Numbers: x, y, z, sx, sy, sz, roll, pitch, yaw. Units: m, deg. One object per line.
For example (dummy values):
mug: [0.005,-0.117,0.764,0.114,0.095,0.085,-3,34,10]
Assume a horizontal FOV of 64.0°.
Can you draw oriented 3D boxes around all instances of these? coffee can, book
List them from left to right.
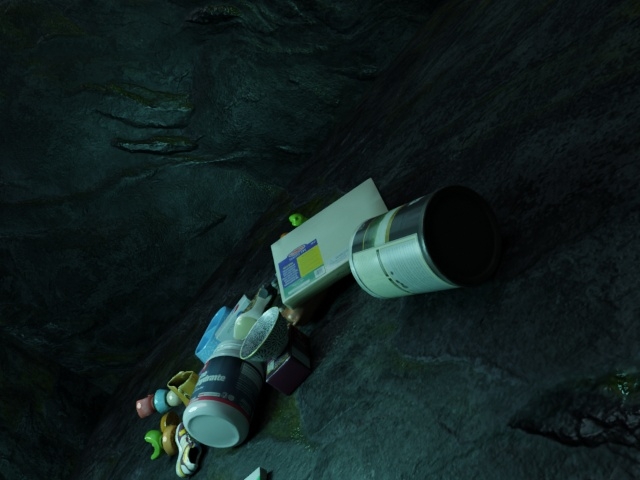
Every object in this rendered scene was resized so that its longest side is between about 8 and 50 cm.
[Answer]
book: [-0.179,0.617,1.203,0.144,0.035,0.096,-46,21,15]
coffee can: [0.213,0.015,1.103,0.275,0.201,0.202,-22,33,60]

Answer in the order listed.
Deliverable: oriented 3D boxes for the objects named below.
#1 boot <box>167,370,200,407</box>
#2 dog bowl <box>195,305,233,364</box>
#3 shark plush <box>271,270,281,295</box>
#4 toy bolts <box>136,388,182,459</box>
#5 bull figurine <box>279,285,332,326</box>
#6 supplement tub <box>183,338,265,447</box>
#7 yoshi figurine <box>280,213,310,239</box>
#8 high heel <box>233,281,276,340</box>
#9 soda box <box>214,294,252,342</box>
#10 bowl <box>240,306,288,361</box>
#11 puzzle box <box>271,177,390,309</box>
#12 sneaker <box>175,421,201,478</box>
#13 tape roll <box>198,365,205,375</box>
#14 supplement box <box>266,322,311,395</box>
boot: [-0.425,0.534,1.714,0.295,0.211,0.104,-40,19,37]
dog bowl: [-0.470,0.423,2.325,0.166,0.074,0.297,-37,21,41]
shark plush: [-0.156,0.144,2.073,0.073,0.067,0.161,-40,20,36]
toy bolts: [-0.536,0.642,1.869,0.158,0.229,0.218,-19,2,13]
bull figurine: [-0.018,0.147,1.640,0.310,0.101,0.188,-51,8,-20]
supplement tub: [-0.275,0.450,1.524,0.191,0.191,0.272,-42,19,31]
yoshi figurine: [-0.023,0.002,1.836,0.362,0.203,0.203,-27,45,51]
high heel: [-0.263,0.293,2.073,0.261,0.093,0.186,-59,-2,5]
soda box: [-0.361,0.344,2.206,0.216,0.069,0.074,-54,17,-5]
bowl: [-0.142,0.278,1.433,0.170,0.080,0.170,-45,17,18]
puzzle box: [0.036,0.006,1.577,0.408,0.052,0.272,-33,40,14]
sneaker: [-0.417,0.659,1.649,0.084,0.069,0.186,-41,42,22]
tape roll: [-0.401,0.528,1.903,0.189,0.080,0.189,-47,17,19]
supplement box: [-0.091,0.335,1.463,0.104,0.080,0.188,-47,16,13]
